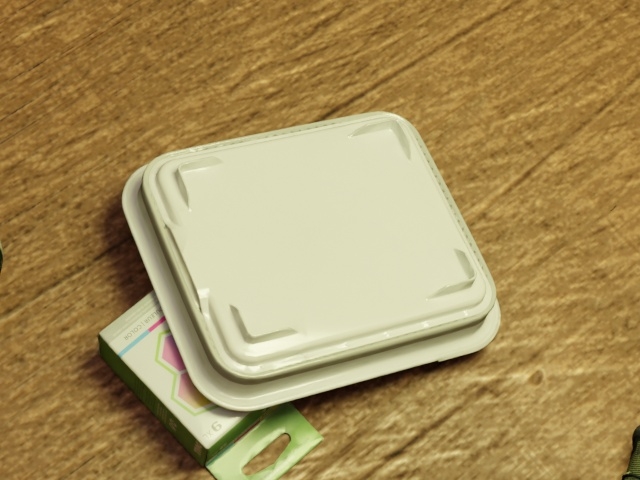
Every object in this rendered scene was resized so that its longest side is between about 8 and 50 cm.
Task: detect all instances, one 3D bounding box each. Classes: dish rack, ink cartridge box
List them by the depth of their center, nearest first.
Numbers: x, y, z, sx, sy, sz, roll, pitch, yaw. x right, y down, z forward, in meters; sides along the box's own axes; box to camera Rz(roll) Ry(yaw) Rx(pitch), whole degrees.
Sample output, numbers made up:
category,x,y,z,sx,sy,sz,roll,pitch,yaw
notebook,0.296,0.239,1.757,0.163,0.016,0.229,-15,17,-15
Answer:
category,x,y,z,sx,sy,sz,roll,pitch,yaw
ink cartridge box,-0.102,0.138,1.494,0.109,0.062,0.209,-39,76,-22
dish rack,0.000,0.000,1.525,0.332,0.072,0.286,-14,64,-23

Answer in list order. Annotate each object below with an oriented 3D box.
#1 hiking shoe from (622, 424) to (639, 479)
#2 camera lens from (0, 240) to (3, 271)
category,x,y,z,sx,sy,sz,roll,pitch,yaw
hiking shoe,0.280,0.271,1.467,0.114,0.086,0.227,12,66,-5
camera lens,-0.443,-0.008,1.432,0.219,0.219,0.274,-40,76,-21
